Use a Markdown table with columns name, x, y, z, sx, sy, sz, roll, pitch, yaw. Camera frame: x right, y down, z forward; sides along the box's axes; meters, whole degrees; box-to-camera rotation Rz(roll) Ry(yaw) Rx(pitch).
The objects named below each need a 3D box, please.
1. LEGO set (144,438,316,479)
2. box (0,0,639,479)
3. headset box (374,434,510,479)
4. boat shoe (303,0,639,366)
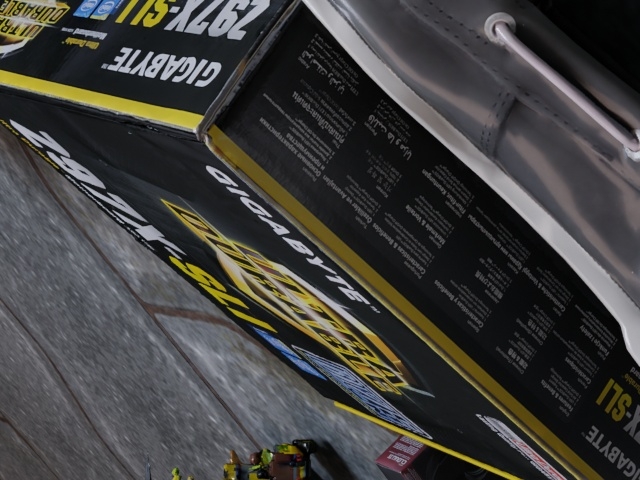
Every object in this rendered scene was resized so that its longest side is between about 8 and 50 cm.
| name | x | y | z | sx | sy | sz | roll | pitch | yaw |
| --- | --- | --- | --- | --- | --- | --- | --- | --- | --- |
| LEGO set | -0.106 | 0.316 | 1.354 | 0.255 | 0.192 | 0.331 | -147 | 59 | -83 |
| box | 0.000 | 0.000 | 0.827 | 0.322 | 0.079 | 0.257 | 43 | 167 | -34 |
| headset box | 0.077 | 0.134 | 1.022 | 0.062 | 0.083 | 0.032 | 56 | 159 | -23 |
| boat shoe | 0.100 | -0.051 | 0.634 | 0.335 | 0.095 | 0.112 | 48 | -163 | 6 |
